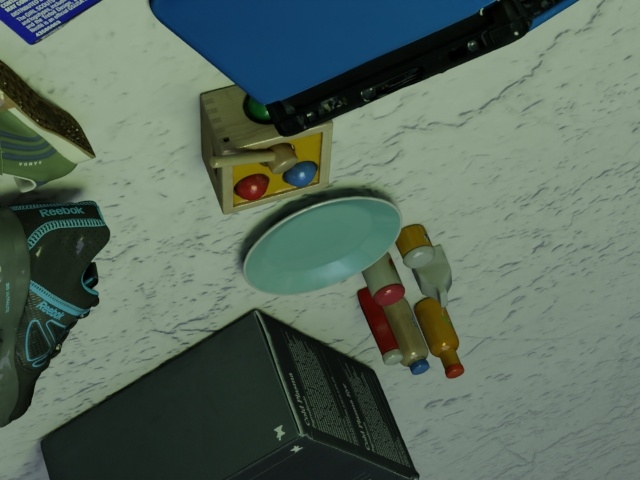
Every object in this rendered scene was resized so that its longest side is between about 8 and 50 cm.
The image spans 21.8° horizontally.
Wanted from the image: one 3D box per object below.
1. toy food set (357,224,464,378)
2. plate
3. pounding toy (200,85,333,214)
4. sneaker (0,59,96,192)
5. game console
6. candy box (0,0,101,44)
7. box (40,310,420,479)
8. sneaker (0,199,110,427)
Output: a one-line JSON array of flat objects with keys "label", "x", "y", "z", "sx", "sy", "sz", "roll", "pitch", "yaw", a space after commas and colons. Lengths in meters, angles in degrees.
[{"label": "toy food set", "x": 0.112, "y": 0.086, "z": 1.983, "sx": 0.111, "sy": 0.105, "sz": 0.232, "roll": -19, "pitch": 151, "yaw": -5}, {"label": "plate", "x": 0.000, "y": 0.000, "z": 1.847, "sx": 0.188, "sy": 0.024, "sz": 0.188, "roll": -17, "pitch": 152, "yaw": -10}, {"label": "pounding toy", "x": -0.056, "y": -0.089, "z": 1.578, "sx": 0.130, "sy": 0.100, "sz": 0.141, "roll": -16, "pitch": 151, "yaw": -12}, {"label": "sneaker", "x": -0.277, "y": -0.093, "z": 1.455, "sx": 0.086, "sy": 0.064, "sz": 0.192, "roll": -33, "pitch": 153, "yaw": 9}, {"label": "game console", "x": 0.051, "y": -0.216, "z": 1.419, "sx": 0.293, "sy": 0.173, "sz": 0.250, "roll": -18, "pitch": -168, "yaw": 44}, {"label": "candy box", "x": -0.240, "y": -0.297, "z": 0.926, "sx": 0.122, "sy": 0.268, "sz": 0.317, "roll": -32, "pitch": 149, "yaw": 10}, {"label": "box", "x": -0.109, "y": 0.276, "z": 2.079, "sx": 0.343, "sy": 0.179, "sz": 0.312, "roll": -32, "pitch": 151, "yaw": 16}, {"label": "sneaker", "x": -0.288, "y": 0.081, "z": 1.684, "sx": 0.139, "sy": 0.125, "sz": 0.341, "roll": -15, "pitch": 153, "yaw": -22}]
